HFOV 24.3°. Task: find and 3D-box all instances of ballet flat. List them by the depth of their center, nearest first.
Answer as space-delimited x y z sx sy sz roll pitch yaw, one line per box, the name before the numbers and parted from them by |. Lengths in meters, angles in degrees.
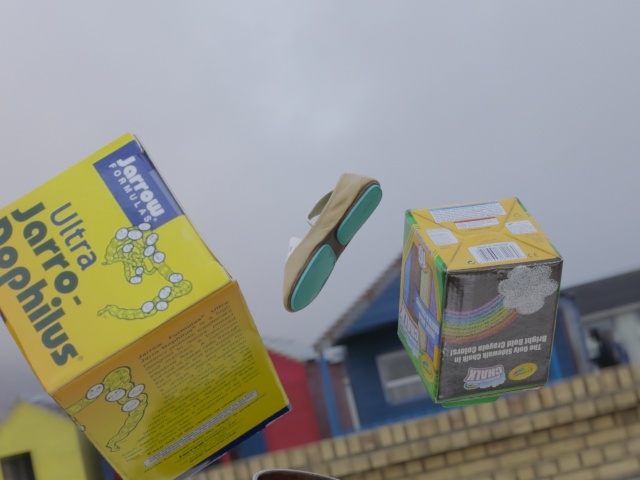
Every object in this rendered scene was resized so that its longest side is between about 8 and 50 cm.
ballet flat | 0.000 0.000 2.075 0.073 0.232 0.080 25 -24 30

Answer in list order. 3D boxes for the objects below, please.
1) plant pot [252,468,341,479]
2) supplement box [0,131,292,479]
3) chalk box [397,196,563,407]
plant pot | -0.016 0.370 1.715 0.167 0.165 0.167 14 6 -1
supplement box | -0.181 0.090 1.481 0.195 0.194 0.356 -33 -26 -8
chalk box | 0.163 0.081 1.575 0.132 0.213 0.132 -6 33 -14
